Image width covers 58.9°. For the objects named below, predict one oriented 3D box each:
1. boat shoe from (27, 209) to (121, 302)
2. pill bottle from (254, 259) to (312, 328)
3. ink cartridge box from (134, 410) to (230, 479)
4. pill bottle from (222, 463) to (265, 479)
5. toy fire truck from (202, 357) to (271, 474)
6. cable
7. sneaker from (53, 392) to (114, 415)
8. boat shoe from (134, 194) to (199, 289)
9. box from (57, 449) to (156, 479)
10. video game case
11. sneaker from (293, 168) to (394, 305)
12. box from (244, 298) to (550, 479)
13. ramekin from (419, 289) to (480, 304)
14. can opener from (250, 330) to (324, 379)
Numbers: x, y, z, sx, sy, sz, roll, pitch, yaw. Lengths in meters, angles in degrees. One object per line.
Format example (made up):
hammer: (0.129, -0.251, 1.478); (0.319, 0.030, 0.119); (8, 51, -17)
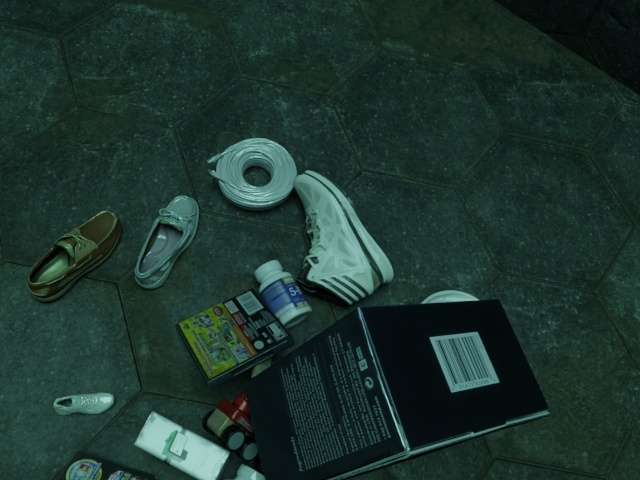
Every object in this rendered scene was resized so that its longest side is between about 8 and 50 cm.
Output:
boat shoe: (-0.706, 0.036, 1.633); (0.123, 0.120, 0.324); (32, 64, 7)
pill bottle: (-0.116, 0.157, 1.665); (0.112, 0.112, 0.186); (-25, 71, -19)
ink cartridge box: (-0.342, 0.529, 1.424); (0.219, 0.160, 0.092); (25, 63, 5)
pill bottle: (-0.221, 0.687, 1.371); (0.146, 0.146, 0.264); (28, 64, 6)
toy fire truck: (-0.159, 0.432, 1.466); (0.158, 0.217, 0.246); (16, 62, 48)
cable: (-0.208, -0.213, 1.846); (0.257, 0.089, 0.257); (-38, 76, -23)
sneaker: (-0.621, 0.428, 1.488); (0.152, 0.061, 0.053); (-6, 63, -12)
boat shoe: (-0.460, -0.009, 1.700); (0.118, 0.103, 0.320); (23, 63, 3)
box: (-0.540, 0.649, 1.324); (0.216, 0.060, 0.270); (19, 34, 1)
video game case: (-0.240, 0.258, 1.560); (0.248, 0.035, 0.275); (-25, 36, -19)
sneaker: (0.000, 0.000, 1.719); (0.257, 0.169, 0.447); (-32, 78, -22)
box: (0.161, 0.364, 1.316); (0.480, 0.472, 0.297); (3, 58, -39)
ramekin: (0.382, 0.292, 1.664); (0.273, 0.127, 0.272); (3, 64, -6)
can opener: (-0.069, 0.338, 1.621); (0.283, 0.076, 0.095); (-17, 36, -15)
